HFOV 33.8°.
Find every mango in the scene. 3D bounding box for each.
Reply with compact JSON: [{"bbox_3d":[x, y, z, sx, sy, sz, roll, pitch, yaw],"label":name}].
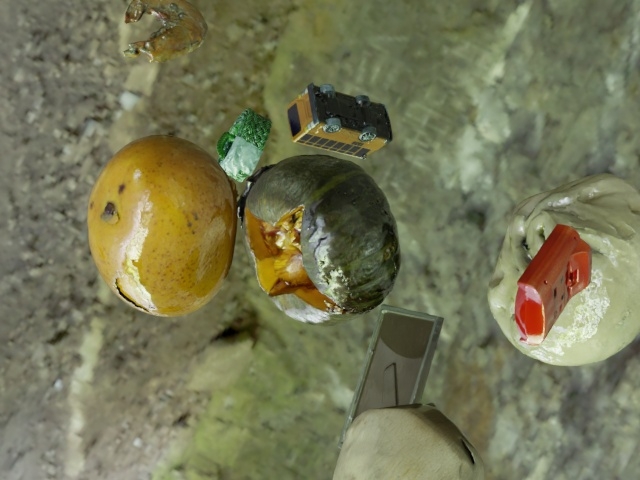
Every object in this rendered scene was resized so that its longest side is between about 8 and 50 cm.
[{"bbox_3d":[-0.193,-0.001,1.330,0.191,0.159,0.290,-63,158,-23],"label":"mango"}]

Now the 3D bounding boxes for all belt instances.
[{"bbox_3d":[-0.163,-0.195,2.127,0.121,0.079,0.151,-23,-135,63],"label":"belt"}]

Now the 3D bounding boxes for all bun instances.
[{"bbox_3d":[0.442,0.056,1.874,0.362,0.234,0.326,-42,-134,33],"label":"bun"}]

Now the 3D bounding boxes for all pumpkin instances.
[{"bbox_3d":[0.000,0.000,1.796,0.192,0.320,0.320,-26,154,-33],"label":"pumpkin"}]

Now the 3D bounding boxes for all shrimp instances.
[{"bbox_3d":[-0.270,-0.356,1.765,0.187,0.132,0.052,-46,172,-48],"label":"shrimp"}]

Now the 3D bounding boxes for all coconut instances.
[{"bbox_3d":[0.125,0.326,1.479,0.224,0.224,0.224,-62,175,-9],"label":"coconut"}]

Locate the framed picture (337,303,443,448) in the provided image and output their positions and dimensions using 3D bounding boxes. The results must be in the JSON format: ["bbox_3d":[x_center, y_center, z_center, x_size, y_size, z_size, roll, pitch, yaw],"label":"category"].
[{"bbox_3d":[0.110,0.235,1.719,0.189,0.023,0.260,4,-104,63],"label":"framed picture"}]

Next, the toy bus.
[{"bbox_3d":[0.039,-0.235,2.126,0.114,0.201,0.098,-34,-123,43],"label":"toy bus"}]

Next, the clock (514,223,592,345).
[{"bbox_3d":[0.332,0.067,1.503,0.155,0.061,0.113,-45,139,-38],"label":"clock"}]
